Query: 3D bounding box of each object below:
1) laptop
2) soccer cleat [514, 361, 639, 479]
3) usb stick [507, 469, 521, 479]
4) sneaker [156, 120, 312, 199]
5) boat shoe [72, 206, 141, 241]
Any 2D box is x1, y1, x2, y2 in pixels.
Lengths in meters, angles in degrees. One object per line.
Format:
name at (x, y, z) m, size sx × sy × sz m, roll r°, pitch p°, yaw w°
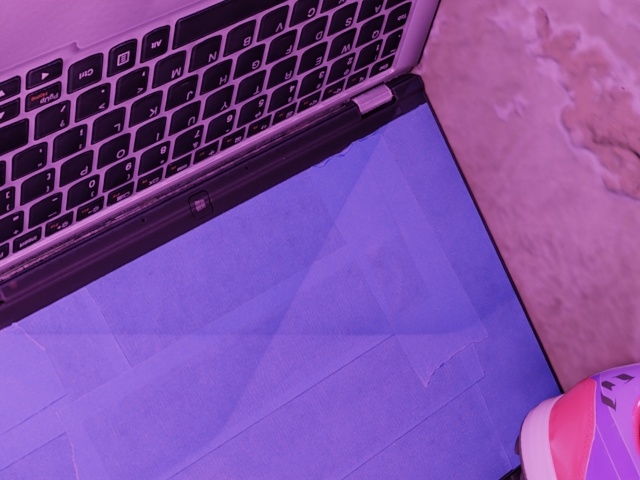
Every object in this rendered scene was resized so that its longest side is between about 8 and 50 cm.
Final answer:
laptop at (0.000, 0.000, 0.698) m, size 0.236 × 0.382 × 0.408 m, roll 45°, pitch 144°, yaw 22°
soccer cleat at (0.226, 0.224, 0.783) m, size 0.116 × 0.109 × 0.318 m, roll -38°, pitch 66°, yaw 41°
usb stick at (0.105, 0.115, 0.956) m, size 0.077 × 0.045 × 0.278 m, roll 13°, pitch 125°, yaw 58°
sneaker at (-0.064, -0.065, 0.987) m, size 0.147 × 0.104 × 0.296 m, roll 56°, pitch 152°, yaw -2°
boat shoe at (-0.148, 0.067, 1.206) m, size 0.306 × 0.105 × 0.113 m, roll 36°, pitch 140°, yaw 32°
